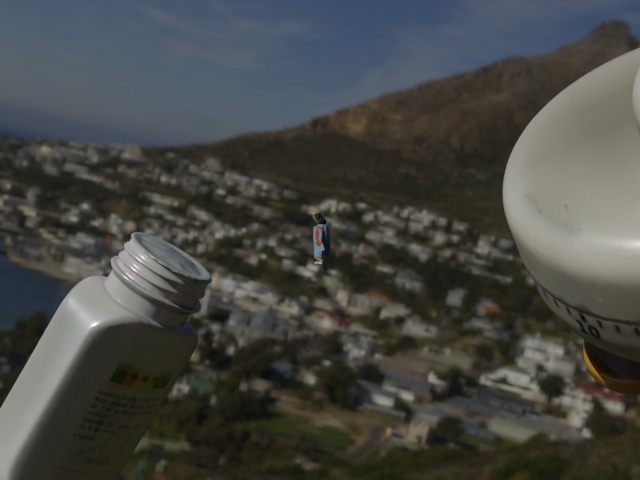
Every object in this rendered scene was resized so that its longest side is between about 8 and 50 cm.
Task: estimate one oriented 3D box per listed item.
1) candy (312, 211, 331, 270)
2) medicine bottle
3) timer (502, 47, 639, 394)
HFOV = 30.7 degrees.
[{"bbox_3d":[0.000,0.000,1.485,0.020,0.083,0.030,-23,-41,29],"label":"candy"},{"bbox_3d":[-0.254,0.152,1.375,0.124,0.324,0.179,40,13,37],"label":"medicine bottle"},{"bbox_3d":[0.215,-0.046,0.659,0.233,0.233,0.240,15,-38,47],"label":"timer"}]
